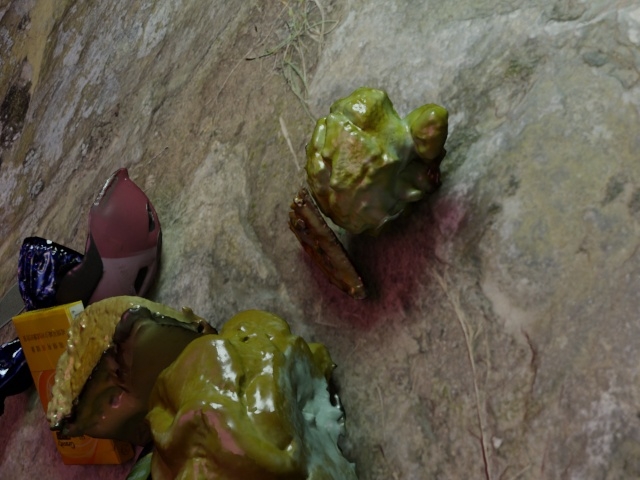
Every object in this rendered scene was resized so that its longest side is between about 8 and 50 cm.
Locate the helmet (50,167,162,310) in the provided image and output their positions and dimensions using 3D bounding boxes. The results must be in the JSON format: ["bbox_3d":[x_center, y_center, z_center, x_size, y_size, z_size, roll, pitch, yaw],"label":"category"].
[{"bbox_3d":[-0.343,0.020,1.280,0.253,0.154,0.198,-57,10,-5],"label":"helmet"}]

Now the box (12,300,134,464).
[{"bbox_3d":[-0.407,0.238,1.233,0.152,0.043,0.269,-13,97,36],"label":"box"}]

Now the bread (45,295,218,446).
[{"bbox_3d":[-0.275,0.185,1.140,0.262,0.204,0.162,-50,39,17],"label":"bread"}]

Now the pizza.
[{"bbox_3d":[0.000,0.000,1.008,0.036,0.176,0.184,-36,59,-9],"label":"pizza"}]

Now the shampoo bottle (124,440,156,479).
[{"bbox_3d":[-0.256,0.395,0.988,0.129,0.084,0.323,-36,14,26],"label":"shampoo bottle"}]

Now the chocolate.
[{"bbox_3d":[-0.539,0.168,1.410,0.148,0.126,0.343,170,116,-78],"label":"chocolate"}]

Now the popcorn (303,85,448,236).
[{"bbox_3d":[0.078,-0.105,0.972,0.213,0.198,0.198,-19,62,23],"label":"popcorn"}]

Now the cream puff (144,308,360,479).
[{"bbox_3d":[-0.112,0.257,0.930,0.270,0.274,0.323,-29,55,17],"label":"cream puff"}]

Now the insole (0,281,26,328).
[{"bbox_3d":[-0.666,0.152,1.581,0.232,0.003,0.080,-42,52,19],"label":"insole"}]
